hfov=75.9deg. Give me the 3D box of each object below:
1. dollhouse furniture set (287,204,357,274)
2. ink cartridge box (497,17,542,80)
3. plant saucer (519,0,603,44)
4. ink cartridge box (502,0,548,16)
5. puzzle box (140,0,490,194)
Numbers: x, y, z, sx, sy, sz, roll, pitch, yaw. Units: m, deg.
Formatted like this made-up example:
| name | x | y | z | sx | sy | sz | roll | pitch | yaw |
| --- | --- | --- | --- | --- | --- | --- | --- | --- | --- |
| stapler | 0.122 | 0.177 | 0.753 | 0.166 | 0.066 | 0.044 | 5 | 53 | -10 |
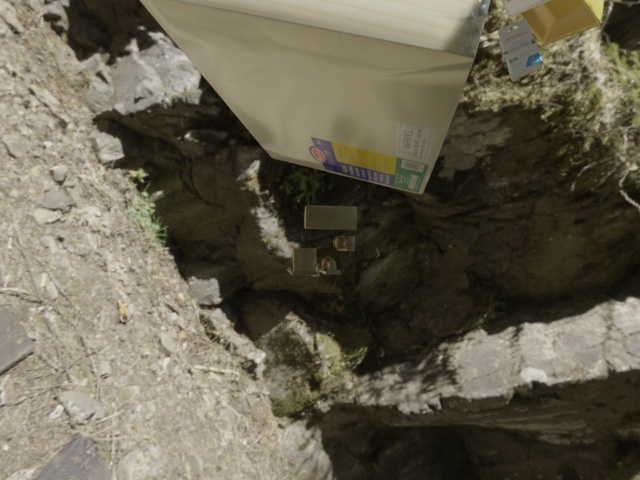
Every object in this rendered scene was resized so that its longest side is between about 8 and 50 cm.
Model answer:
| name | x | y | z | sx | sy | sz | roll | pitch | yaw |
| --- | --- | --- | --- | --- | --- | --- | --- | --- | --- |
| dollhouse furniture set | 0.000 | 0.000 | 0.953 | 0.123 | 0.143 | 0.152 | -179 | -90 | -80 |
| ink cartridge box | 0.330 | -0.317 | 0.681 | 0.028 | 0.048 | 0.084 | 15 | 61 | -61 |
| plant saucer | 0.667 | -0.761 | 1.211 | 0.333 | 0.081 | 0.333 | 45 | 14 | -10 |
| ink cartridge box | 0.344 | -0.531 | 0.643 | 0.273 | 0.114 | 0.197 | 59 | 2 | -18 |
| puzzle box | 0.015 | -0.156 | 0.497 | 0.409 | 0.271 | 0.052 | 39 | 67 | -79 |
